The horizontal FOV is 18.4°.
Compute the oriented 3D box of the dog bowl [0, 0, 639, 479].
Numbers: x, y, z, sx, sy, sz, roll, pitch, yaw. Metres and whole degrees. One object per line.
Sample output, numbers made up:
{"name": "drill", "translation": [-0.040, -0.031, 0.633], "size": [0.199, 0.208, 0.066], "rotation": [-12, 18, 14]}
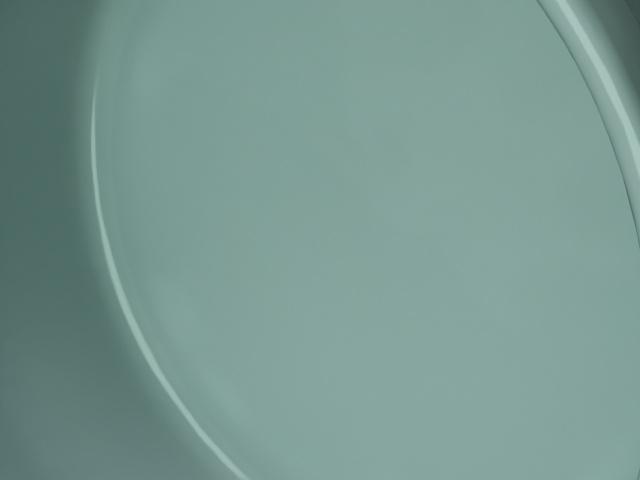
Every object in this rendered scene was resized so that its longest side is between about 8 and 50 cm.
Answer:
{"name": "dog bowl", "translation": [0.000, 0.000, 0.539], "size": [0.265, 0.104, 0.264], "rotation": [11, 111, 32]}
